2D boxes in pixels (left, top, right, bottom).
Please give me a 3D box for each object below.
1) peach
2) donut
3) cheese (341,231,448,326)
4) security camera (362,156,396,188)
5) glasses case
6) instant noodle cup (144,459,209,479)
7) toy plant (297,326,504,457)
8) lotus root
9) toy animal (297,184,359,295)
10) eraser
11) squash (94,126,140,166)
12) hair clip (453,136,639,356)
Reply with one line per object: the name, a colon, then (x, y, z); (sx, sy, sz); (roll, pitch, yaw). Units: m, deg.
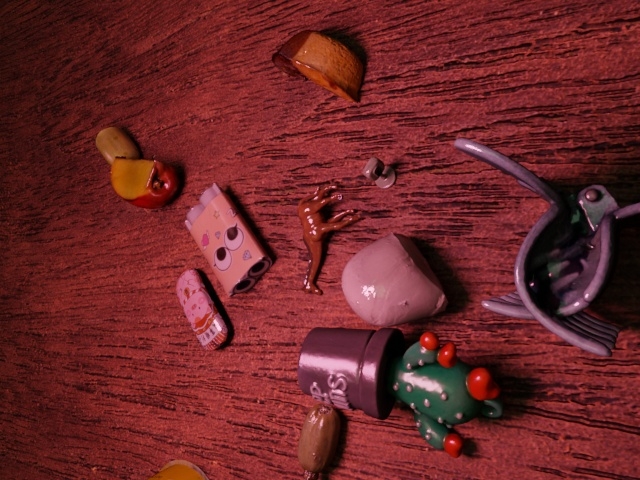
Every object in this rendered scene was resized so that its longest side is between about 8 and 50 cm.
peach: (-0.570, -0.181, 1.487); (0.268, 0.159, 0.153); (10, 81, 32)
donut: (-0.023, -0.462, 1.157); (0.295, 0.151, 0.112); (31, 93, 33)
cheese: (0.142, 0.089, 0.956); (0.189, 0.154, 0.198); (-28, 59, 1)
security camera: (0.131, -0.154, 1.048); (0.058, 0.092, 0.058); (-4, 83, 32)
glasses case: (-0.348, 0.199, 1.354); (0.103, 0.067, 0.266); (-48, 62, 23)
instant noodle cup: (-0.466, 0.808, 1.263); (0.326, 0.254, 0.325); (-3, 84, 33)
toy plant: (0.160, 0.285, 0.935); (0.401, 0.185, 0.279); (4, 99, 25)
lotus root: (-0.005, 0.477, 1.086); (0.090, 0.077, 0.182); (11, 89, 42)
toy animal: (0.000, 0.000, 1.144); (0.230, 0.066, 0.224); (-35, 86, 16)
eraser: (-0.265, -0.003, 1.306); (0.171, 0.087, 0.290); (-47, 63, 20)
squash: (-0.701, -0.302, 1.615); (0.186, 0.123, 0.123); (48, 111, 29)
hair clip: (0.397, 0.018, 0.718); (0.392, 0.318, 0.238); (20, 98, 32)
